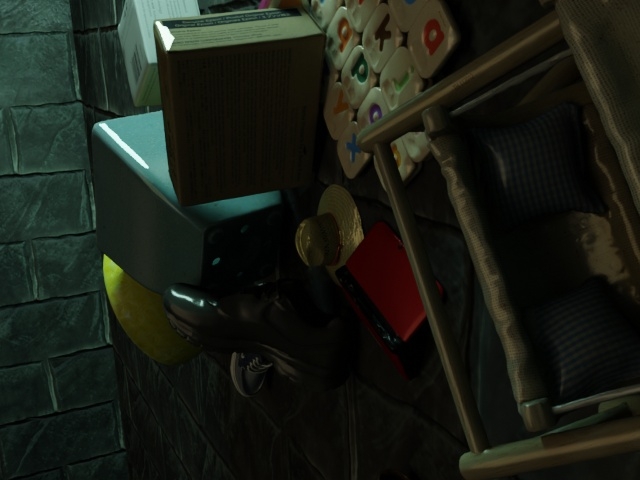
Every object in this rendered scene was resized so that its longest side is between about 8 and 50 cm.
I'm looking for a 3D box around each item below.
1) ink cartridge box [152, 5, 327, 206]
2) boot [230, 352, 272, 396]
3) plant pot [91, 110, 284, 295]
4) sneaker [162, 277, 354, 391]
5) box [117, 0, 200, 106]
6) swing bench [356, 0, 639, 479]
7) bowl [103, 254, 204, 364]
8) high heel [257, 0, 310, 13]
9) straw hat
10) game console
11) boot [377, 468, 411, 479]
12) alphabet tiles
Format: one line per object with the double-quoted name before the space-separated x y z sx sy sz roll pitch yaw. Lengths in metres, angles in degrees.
"ink cartridge box" -0.104 -0.169 0.881 0.235 0.193 0.088 97 154 -44
"boot" -0.113 0.206 1.198 0.086 0.069 0.190 -142 49 -57
"plant pot" -0.192 -0.046 1.100 0.252 0.247 0.248 41 135 34
"sneaker" -0.083 0.102 0.959 0.109 0.286 0.130 -57 -17 -66
"box" -0.306 -0.379 1.319 0.181 0.119 0.182 -33 69 62
"swing bench" 0.182 -0.013 0.406 0.254 0.165 0.253 -37 66 53
"bowl" -0.254 0.075 1.304 0.156 0.289 0.289 -25 71 18
"high heel" -0.080 -0.287 0.950 0.117 0.082 0.244 54 158 24
"straw hat" 0.000 0.000 0.913 0.144 0.061 0.145 31 125 56
"game console" 0.089 0.072 0.816 0.144 0.085 0.124 54 175 42
"boot" 0.122 0.434 0.804 0.283 0.109 0.220 -123 38 -51
"alphabet tiles" 0.060 -0.203 0.766 0.284 0.021 0.278 71 155 18
